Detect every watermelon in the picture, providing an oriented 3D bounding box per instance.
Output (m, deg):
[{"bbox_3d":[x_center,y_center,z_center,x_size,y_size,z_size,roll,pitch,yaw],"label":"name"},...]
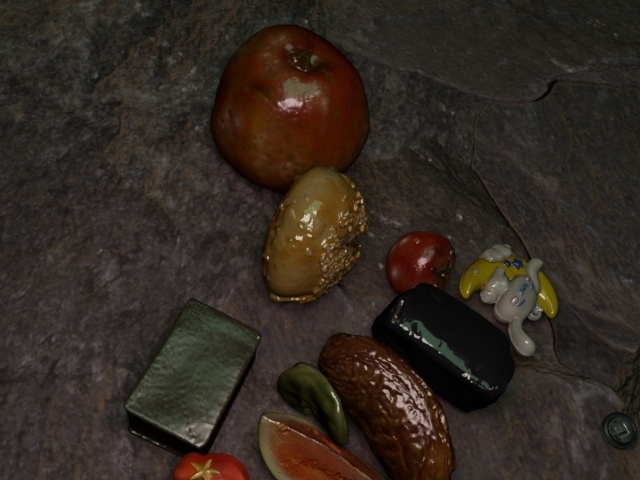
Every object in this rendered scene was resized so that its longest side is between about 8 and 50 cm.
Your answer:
[{"bbox_3d":[-0.011,0.456,1.345,0.303,0.159,0.128,32,84,0],"label":"watermelon"}]

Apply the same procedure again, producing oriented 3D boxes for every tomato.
[{"bbox_3d":[0.232,0.059,1.594,0.167,0.167,0.167,4,61,-8],"label":"tomato"}]

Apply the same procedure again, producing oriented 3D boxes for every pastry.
[{"bbox_3d":[0.000,0.000,1.491,0.184,0.284,0.316,24,99,16],"label":"pastry"}]

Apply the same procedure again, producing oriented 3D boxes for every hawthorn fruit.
[{"bbox_3d":[-0.064,-0.322,1.617,0.402,0.403,0.403,4,61,-8],"label":"hawthorn fruit"}]

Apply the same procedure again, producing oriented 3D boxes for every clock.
[{"bbox_3d":[0.683,0.435,1.538,0.085,0.017,0.085,4,61,-8],"label":"clock"}]

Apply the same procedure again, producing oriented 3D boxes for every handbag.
[{"bbox_3d":[0.272,0.210,1.441,0.301,0.275,0.178,36,70,10],"label":"handbag"}]

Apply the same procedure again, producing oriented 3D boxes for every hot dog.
[{"bbox_3d":[0.150,0.343,1.372,0.174,0.267,0.388,-33,72,-6],"label":"hot dog"}]

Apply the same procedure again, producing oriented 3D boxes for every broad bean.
[{"bbox_3d":[-0.005,0.329,1.394,0.072,0.153,0.206,-36,43,-27],"label":"broad bean"}]

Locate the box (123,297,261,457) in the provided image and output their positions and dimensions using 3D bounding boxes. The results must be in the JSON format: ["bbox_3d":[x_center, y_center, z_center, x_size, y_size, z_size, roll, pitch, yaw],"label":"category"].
[{"bbox_3d":[-0.261,0.287,1.386,0.184,0.143,0.273,24,59,4],"label":"box"}]

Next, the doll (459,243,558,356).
[{"bbox_3d":[0.460,0.125,1.616,0.237,0.111,0.252,39,54,11],"label":"doll"}]

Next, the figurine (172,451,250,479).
[{"bbox_3d":[-0.166,0.522,1.239,0.208,0.181,0.257,-8,72,20],"label":"figurine"}]
